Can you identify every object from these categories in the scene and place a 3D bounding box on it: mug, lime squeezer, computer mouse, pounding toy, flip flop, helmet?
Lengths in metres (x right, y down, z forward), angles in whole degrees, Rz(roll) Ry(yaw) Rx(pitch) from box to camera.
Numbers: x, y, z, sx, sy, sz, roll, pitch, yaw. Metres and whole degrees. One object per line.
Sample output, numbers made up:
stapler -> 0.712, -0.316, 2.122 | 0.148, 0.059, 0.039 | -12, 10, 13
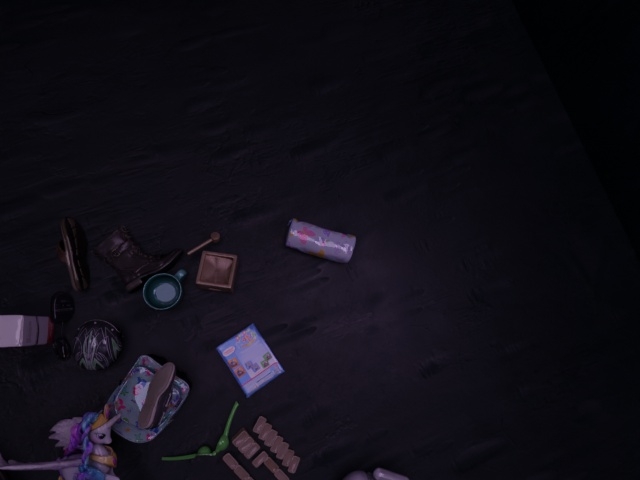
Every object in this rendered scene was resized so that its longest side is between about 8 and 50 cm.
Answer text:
mug -> -0.548, 0.183, 1.636 | 0.158, 0.097, 0.129 | -14, 81, -12
lime squeezer -> -0.393, 0.705, 1.583 | 0.311, 0.059, 0.109 | -35, 87, -13
computer mouse -> -0.908, 0.298, 1.587 | 0.041, 0.071, 0.241 | -8, 82, 31
pounding toy -> -0.400, 0.078, 1.688 | 0.181, 0.094, 0.205 | 8, 69, -2
flip flop -> -0.889, 0.050, 1.614 | 0.080, 0.112, 0.276 | -12, 86, 4
helmet -> -0.755, 0.354, 1.537 | 0.170, 0.161, 0.169 | 2, 79, -9

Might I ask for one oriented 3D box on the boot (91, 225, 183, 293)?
boot -> -0.664, 0.040, 1.651 | 0.263, 0.091, 0.228 | -35, 85, -14

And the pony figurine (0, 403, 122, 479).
pony figurine -> -0.740, 0.685, 1.392 | 0.352, 0.303, 0.362 | -9, 95, 10

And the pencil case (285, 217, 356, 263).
pencil case -> 0.000, 0.000, 1.751 | 0.274, 0.113, 0.123 | 15, 68, -6

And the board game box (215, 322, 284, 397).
board game box -> -0.257, 0.436, 1.664 | 0.160, 0.039, 0.211 | -33, 86, -14

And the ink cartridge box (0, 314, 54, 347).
ink cartridge box -> -1.003, 0.294, 1.471 | 0.172, 0.237, 0.100 | 0, 79, -9

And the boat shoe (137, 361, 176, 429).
boat shoe -> -0.504, 0.491, 1.436 | 0.075, 0.065, 0.205 | 4, 64, 31

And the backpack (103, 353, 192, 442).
backpack -> -0.585, 0.539, 1.525 | 0.225, 0.191, 0.253 | 36, 81, -2

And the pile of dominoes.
pile of dominoes -> -0.206, 0.774, 1.621 | 0.196, 0.040, 0.251 | -41, 96, -14

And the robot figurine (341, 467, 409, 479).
robot figurine -> 0.199, 0.918, 1.561 | 0.354, 0.199, 0.299 | 17, 101, -6

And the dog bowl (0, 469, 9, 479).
dog bowl -> -1.156, 0.849, 1.387 | 0.409, 0.150, 0.407 | 1, 80, -8
